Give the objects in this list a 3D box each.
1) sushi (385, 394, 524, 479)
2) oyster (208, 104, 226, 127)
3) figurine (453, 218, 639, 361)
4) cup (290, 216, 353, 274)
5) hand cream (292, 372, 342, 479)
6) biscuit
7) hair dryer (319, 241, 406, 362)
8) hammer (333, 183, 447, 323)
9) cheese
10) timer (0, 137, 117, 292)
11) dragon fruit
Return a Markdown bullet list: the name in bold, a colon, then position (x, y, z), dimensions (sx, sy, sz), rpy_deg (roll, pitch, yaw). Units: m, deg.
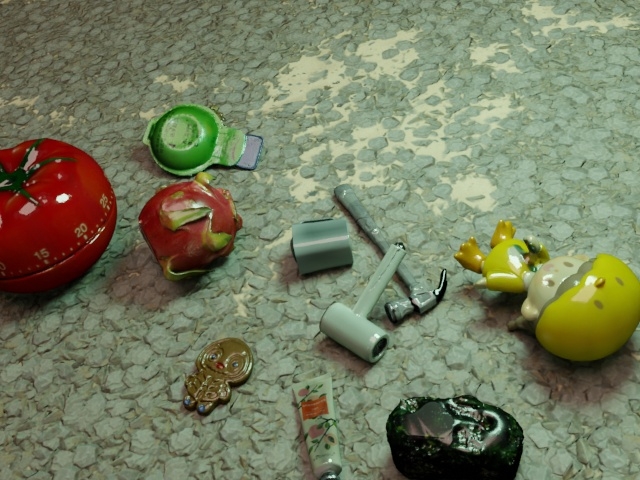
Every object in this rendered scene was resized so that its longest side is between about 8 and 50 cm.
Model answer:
- **sushi**: position (0.222, 0.334, 1.232), dimensions (0.225, 0.127, 0.124), rpy_deg (3, 49, 14)
- **oyster**: position (-0.307, -0.315, 2.011), dimensions (0.103, 0.051, 0.148), rpy_deg (-4, 47, 10)
- **figurine**: position (0.430, 0.080, 1.382), dimensions (0.215, 0.187, 0.344), rpy_deg (-40, 45, -10)
- **cup**: position (0.000, 0.000, 1.619), dimensions (0.130, 0.095, 0.128), rpy_deg (-9, 45, 2)
- **hand cream**: position (0.000, 0.340, 1.343), dimensions (0.080, 0.050, 0.234), rpy_deg (-18, 40, 3)
- **biscuit**: position (-0.204, 0.266, 1.470), dimensions (0.124, 0.026, 0.175), rpy_deg (14, 53, 25)
- **hair dryer**: position (0.112, 0.110, 1.456), dimensions (0.131, 0.073, 0.236), rpy_deg (29, 84, 33)
- **hammer**: position (0.123, 0.005, 1.617), dimensions (0.152, 0.044, 0.427), rpy_deg (-26, 47, -11)
- **cheese**: position (-0.308, -0.255, 1.924), dimensions (0.321, 0.083, 0.203), rpy_deg (13, 76, 9)
- **timer**: position (-0.662, -0.055, 1.709), dimensions (0.378, 0.279, 0.378), rpy_deg (-8, 45, 8)
- **dragon fruit**: position (-0.287, -0.031, 1.649), dimensions (0.227, 0.224, 0.224), rpy_deg (-21, 47, -8)
